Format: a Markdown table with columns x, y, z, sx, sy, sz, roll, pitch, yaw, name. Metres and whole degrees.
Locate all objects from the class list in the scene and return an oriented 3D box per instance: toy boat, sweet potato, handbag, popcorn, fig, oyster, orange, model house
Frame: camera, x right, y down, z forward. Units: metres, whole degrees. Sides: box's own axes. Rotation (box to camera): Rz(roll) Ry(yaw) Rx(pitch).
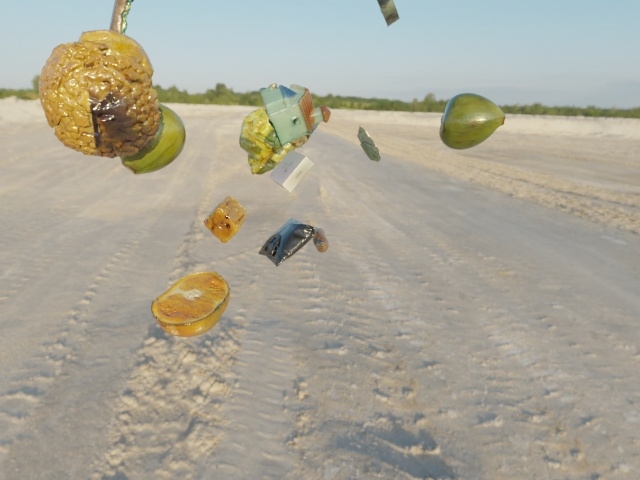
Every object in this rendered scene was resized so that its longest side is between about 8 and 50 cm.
| x | y | z | sx | sy | sz | roll | pitch | yaw | name |
| --- | --- | --- | --- | --- | --- | --- | --- | --- | --- |
| -0.679 | -0.743 | 1.591 | 0.099 | 0.293 | 0.108 | 3 | 5 | -31 | toy boat |
| 0.000 | 0.000 | 1.898 | 0.059 | 0.067 | 0.281 | 9 | 18 | -14 | sweet potato |
| -0.141 | 0.003 | 1.811 | 0.211 | 0.088 | 0.254 | -47 | 25 | -8 | handbag |
| -0.246 | -0.488 | 2.172 | 0.335 | 0.279 | 0.274 | -33 | 19 | -23 | popcorn |
| 0.547 | -0.424 | 1.660 | 0.225 | 0.203 | 0.203 | 9 | 18 | 24 | fig |
| -0.077 | -0.409 | 1.669 | 0.105 | 0.177 | 0.056 | 42 | 52 | -4 | oyster |
| -0.615 | -0.358 | 1.638 | 0.239 | 0.271 | 0.239 | 14 | -24 | 7 | fig |
| -0.513 | 0.257 | 1.836 | 0.274 | 0.274 | 0.310 | 6 | 1 | 13 | orange |
| -0.055 | -0.315 | 1.103 | 0.149 | 0.148 | 0.119 | -17 | 54 | 1 | model house |

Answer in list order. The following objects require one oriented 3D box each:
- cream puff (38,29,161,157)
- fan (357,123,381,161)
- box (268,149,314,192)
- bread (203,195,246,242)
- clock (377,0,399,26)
| x | y | z | sx | sy | sz | roll | pitch | yaw | name |
| --- | --- | --- | --- | --- | --- | --- | --- | --- | --- |
| -0.586 | -0.385 | 1.267 | 0.327 | 0.343 | 0.231 | 29 | 19 | -52 | cream puff |
| 0.179 | -0.354 | 1.713 | 0.131 | 0.009 | 0.240 | 44 | -5 | 23 | fan |
| -0.104 | -0.248 | 1.633 | 0.051 | 0.130 | 0.129 | 39 | -1 | -34 | box |
| -0.435 | -0.101 | 2.101 | 0.143 | 0.149 | 0.158 | -36 | 25 | 29 | bread |
| 0.215 | -0.930 | 1.685 | 0.055 | 0.280 | 0.280 | -23 | 9 | 18 | clock |
